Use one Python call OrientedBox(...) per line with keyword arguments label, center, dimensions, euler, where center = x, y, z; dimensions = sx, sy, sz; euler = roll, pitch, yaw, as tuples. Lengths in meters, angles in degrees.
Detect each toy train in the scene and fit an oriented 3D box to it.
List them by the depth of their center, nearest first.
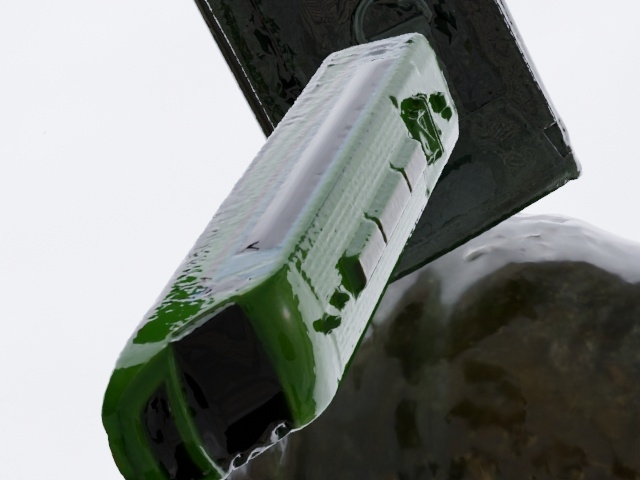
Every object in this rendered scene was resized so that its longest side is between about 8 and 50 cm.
OrientedBox(label="toy train", center=(0.000, 0.000, 0.437), dimensions=(0.042, 0.209, 0.044), euler=(-13, -66, 24))

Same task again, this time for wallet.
OrientedBox(label="wallet", center=(0.031, -0.107, 0.846), dimensions=(0.160, 0.055, 0.236), euler=(-28, -82, -11))

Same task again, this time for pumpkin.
OrientedBox(label="pumpkin", center=(0.129, 0.195, 1.033), dimensions=(0.454, 0.454, 0.344), euler=(33, -135, -11))
